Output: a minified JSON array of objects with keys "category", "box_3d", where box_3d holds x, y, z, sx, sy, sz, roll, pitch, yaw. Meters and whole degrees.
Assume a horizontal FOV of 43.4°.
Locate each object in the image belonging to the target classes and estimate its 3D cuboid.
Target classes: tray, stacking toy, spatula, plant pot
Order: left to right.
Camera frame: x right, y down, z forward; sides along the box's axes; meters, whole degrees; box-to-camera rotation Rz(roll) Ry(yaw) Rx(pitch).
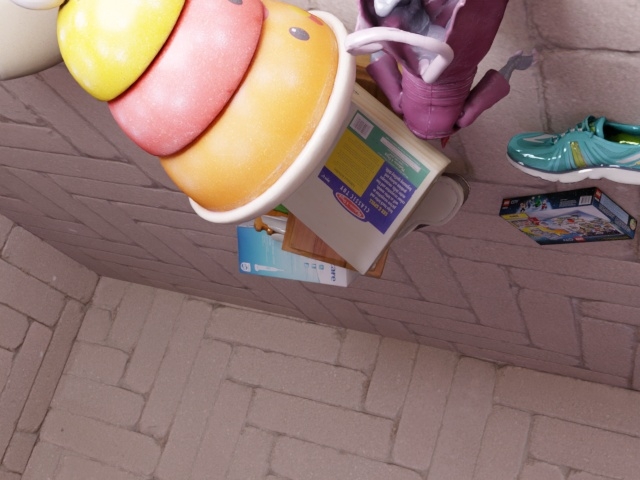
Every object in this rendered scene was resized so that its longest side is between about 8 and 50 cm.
[{"category":"plant pot","box_3d":[-0.533,-0.381,1.345,0.284,0.190,0.284,29,165,8]},{"category":"stacking toy","box_3d":[-0.220,-0.261,1.064,0.480,0.350,0.351,30,159,-36]},{"category":"spatula","box_3d":[0.000,0.000,1.685,0.242,0.019,0.168,14,160,9]},{"category":"tray","box_3d":[0.062,-0.131,1.457,0.203,0.076,0.410,16,126,5]}]

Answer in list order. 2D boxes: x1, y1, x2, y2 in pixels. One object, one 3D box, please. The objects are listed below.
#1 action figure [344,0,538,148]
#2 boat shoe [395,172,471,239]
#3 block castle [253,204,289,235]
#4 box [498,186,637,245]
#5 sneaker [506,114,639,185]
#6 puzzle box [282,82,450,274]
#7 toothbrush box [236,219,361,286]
[{"category":"action figure","box_3d":[0.177,-0.235,1.118,0.248,0.275,0.370,7,147,11]},{"category":"boat shoe","box_3d":[0.239,-0.086,1.768,0.116,0.097,0.324,59,155,2]},{"category":"block castle","box_3d":[-0.062,-0.137,1.703,0.454,0.212,0.303,17,163,0]},{"category":"box","box_3d":[0.520,-0.047,1.700,0.159,0.044,0.233,29,159,-33]},{"category":"sneaker","box_3d":[0.452,-0.167,1.359,0.276,0.107,0.110,3,139,27]},{"category":"puzzle box","box_3d":[-0.007,-0.161,1.367,0.409,0.052,0.272,42,133,9]},{"category":"toothbrush box","box_3d":[-0.027,0.008,1.988,0.296,0.126,0.216,8,-160,25]}]
